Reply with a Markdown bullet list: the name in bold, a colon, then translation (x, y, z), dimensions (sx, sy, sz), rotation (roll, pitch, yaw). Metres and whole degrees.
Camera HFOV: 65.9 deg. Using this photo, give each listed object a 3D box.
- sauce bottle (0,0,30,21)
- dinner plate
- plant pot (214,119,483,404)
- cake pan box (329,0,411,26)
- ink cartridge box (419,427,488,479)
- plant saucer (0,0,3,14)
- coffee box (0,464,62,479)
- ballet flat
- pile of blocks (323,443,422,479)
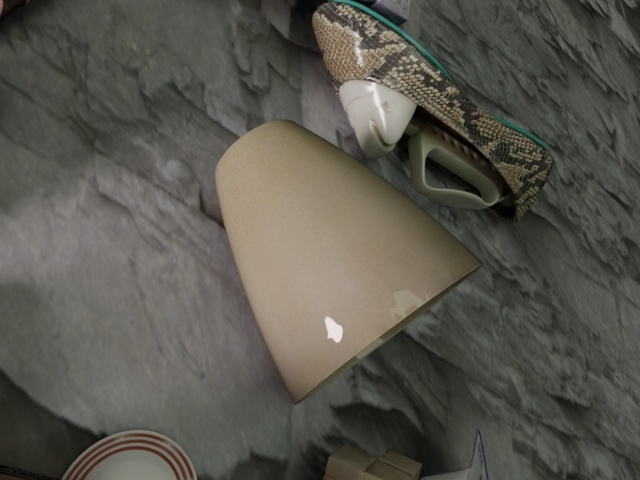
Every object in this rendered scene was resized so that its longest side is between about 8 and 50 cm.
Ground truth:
- **sauce bottle**: translation (-0.358, -0.312, 0.540), dimensions (0.111, 0.111, 0.345), rotation (38, 66, -13)
- **dinner plate**: translation (-0.195, 0.267, 0.501), dimensions (0.141, 0.017, 0.141), rotation (9, 70, -25)
- **plant pot**: translation (0.000, 0.000, 0.585), dimensions (0.256, 0.256, 0.274), rotation (-26, 71, -33)
- **cake pan box**: translation (0.041, -0.480, 0.740), dimensions (0.245, 0.070, 0.267), rotation (16, 79, -32)
- **ink cartridge box**: translation (0.124, 0.403, 0.528), dimensions (0.371, 0.069, 0.176), rotation (-49, 131, -48)
- **plant saucer**: translation (-0.446, -0.160, 0.421), dimensions (0.258, 0.048, 0.259), rotation (26, 98, -19)
- **coffee box**: translation (-0.238, 0.222, 0.342), dimensions (0.141, 0.246, 0.098), rotation (19, 64, -7)
- **ballet flat**: translation (0.171, -0.168, 0.776), dimensions (0.482, 0.164, 0.182), rotation (29, 78, -21)
- **pile of blocks**: translation (-0.020, 0.348, 0.461), dimensions (0.362, 0.112, 0.149), rotation (-46, 142, -45)
